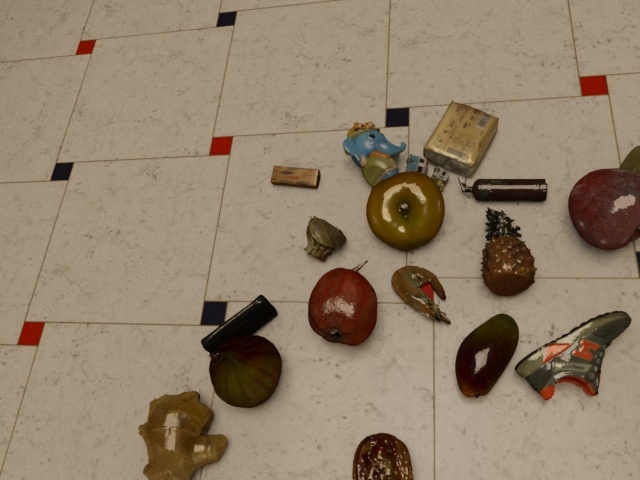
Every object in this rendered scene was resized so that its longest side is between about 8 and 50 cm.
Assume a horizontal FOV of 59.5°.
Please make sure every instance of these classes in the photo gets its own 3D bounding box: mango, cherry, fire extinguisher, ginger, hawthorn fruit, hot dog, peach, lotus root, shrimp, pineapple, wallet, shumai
[{"bbox_3d":[0.458,0.309,1.550,0.133,0.111,0.267,24,67,34],"label":"mango"},{"bbox_3d":[0.845,-0.088,1.595,0.236,0.212,0.285,-23,55,-5],"label":"cherry"},{"bbox_3d":[0.571,-0.169,1.772,0.268,0.072,0.089,1,74,14],"label":"fire extinguisher"},{"bbox_3d":[-0.397,0.628,1.612,0.236,0.166,0.375,-1,87,-26],"label":"ginger"},{"bbox_3d":[0.078,0.174,1.655,0.211,0.210,0.262,13,60,18],"label":"hawthorn fruit"},{"bbox_3d":[0.165,0.621,1.474,0.161,0.099,0.226,-11,60,7],"label":"hot dog"},{"bbox_3d":[0.266,-0.092,1.749,0.251,0.153,0.251,2,96,15],"label":"peach"},{"bbox_3d":[0.959,-0.213,1.702,0.090,0.077,0.183,35,75,25],"label":"lotus root"},{"bbox_3d":[0.318,0.161,1.695,0.133,0.053,0.236,-31,56,-26],"label":"shrimp"},{"bbox_3d":[0.544,0.020,1.663,0.158,0.157,0.278,-4,51,11],"label":"pineapple"},{"bbox_3d":[-0.248,0.270,1.707,0.250,0.149,0.044,-37,60,-7],"label":"wallet"},{"bbox_3d":[-0.001,0.001,1.808,0.145,0.146,0.116,52,121,27],"label":"shumai"}]

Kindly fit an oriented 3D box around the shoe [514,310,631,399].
[{"bbox_3d":[0.702,0.320,1.483,0.337,0.132,0.171,-29,67,0],"label":"shoe"}]

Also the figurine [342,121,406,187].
[{"bbox_3d":[0.190,-0.286,1.891,0.180,0.154,0.262,-40,80,-17],"label":"figurine"}]

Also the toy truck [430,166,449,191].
[{"bbox_3d":[0.375,-0.180,1.835,0.063,0.052,0.123,34,77,20],"label":"toy truck"}]

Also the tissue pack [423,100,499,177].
[{"bbox_3d":[0.469,-0.338,1.868,0.186,0.090,0.222,24,74,20],"label":"tissue pack"}]

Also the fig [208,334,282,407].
[{"bbox_3d":[-0.225,0.352,1.565,0.217,0.321,0.216,-3,67,6],"label":"fig"}]

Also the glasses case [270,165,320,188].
[{"bbox_3d":[-0.087,-0.221,1.967,0.170,0.041,0.064,7,78,15],"label":"glasses case"}]

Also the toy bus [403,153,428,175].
[{"bbox_3d":[0.314,-0.219,1.863,0.075,0.060,0.122,11,66,14],"label":"toy bus"}]
